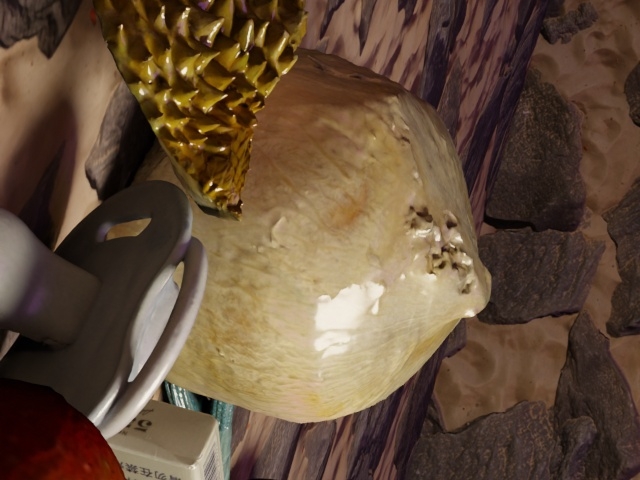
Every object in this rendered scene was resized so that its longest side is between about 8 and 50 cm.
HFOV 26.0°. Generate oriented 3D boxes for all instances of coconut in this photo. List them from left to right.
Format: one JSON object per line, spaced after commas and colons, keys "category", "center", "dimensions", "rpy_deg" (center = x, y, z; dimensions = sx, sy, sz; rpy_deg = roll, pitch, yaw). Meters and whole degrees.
{"category": "coconut", "center": [0.000, 0.000, 1.430], "dimensions": [0.404, 0.405, 0.404], "rpy_deg": [15, 90, -75]}

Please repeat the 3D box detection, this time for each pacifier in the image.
{"category": "pacifier", "center": [-0.215, 0.041, 1.122], "dimensions": [0.207, 0.227, 0.279], "rpy_deg": [39, 59, -30]}

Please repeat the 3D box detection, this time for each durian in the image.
{"category": "durian", "center": [-0.125, -0.172, 1.170], "dimensions": [0.196, 0.185, 0.305], "rpy_deg": [41, 26, -29]}

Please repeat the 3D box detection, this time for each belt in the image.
{"category": "belt", "center": [-0.145, 0.250, 1.653], "dimensions": [0.072, 0.087, 0.302], "rpy_deg": [-83, 178, -69]}

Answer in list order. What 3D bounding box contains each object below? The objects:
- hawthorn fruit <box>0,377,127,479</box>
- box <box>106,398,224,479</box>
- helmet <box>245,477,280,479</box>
{"category": "hawthorn fruit", "center": [-0.247, 0.213, 0.951], "dimensions": [0.285, 0.285, 0.369], "rpy_deg": [-7, 92, -74]}
{"category": "box", "center": [-0.180, 0.261, 1.401], "dimensions": [0.071, 0.168, 0.259], "rpy_deg": [-64, 160, -44]}
{"category": "helmet", "center": [-0.103, 0.401, 1.935], "dimensions": [0.175, 0.106, 0.155], "rpy_deg": [-45, 144, -53]}
